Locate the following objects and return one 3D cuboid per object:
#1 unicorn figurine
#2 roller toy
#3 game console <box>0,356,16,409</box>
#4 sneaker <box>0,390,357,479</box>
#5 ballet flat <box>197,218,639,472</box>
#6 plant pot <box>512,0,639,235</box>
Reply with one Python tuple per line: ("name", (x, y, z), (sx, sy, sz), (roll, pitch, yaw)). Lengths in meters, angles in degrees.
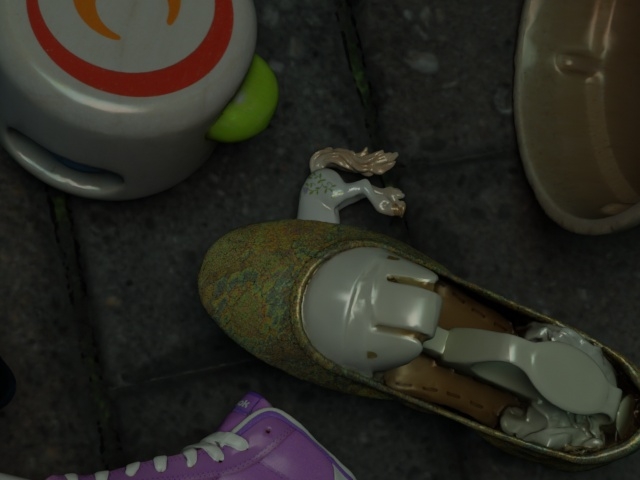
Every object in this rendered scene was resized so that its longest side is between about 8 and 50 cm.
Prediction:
("unicorn figurine", (0.000, 0.000, 1.078), (0.111, 0.060, 0.162), (14, 59, 5))
("roller toy", (-0.151, -0.135, 1.040), (0.191, 0.146, 0.209), (-18, 72, -22))
("game console", (-0.371, 0.018, 0.871), (0.293, 0.173, 0.250), (-20, 107, -34))
("sneaker", (-0.108, 0.172, 0.994), (0.282, 0.102, 0.161), (19, 69, -15))
("ballet flat", (0.086, 0.071, 1.003), (0.348, 0.123, 0.123), (24, 72, -14))
("plant pot", (0.354, -0.146, 1.058), (0.305, 0.334, 0.334), (9, 73, -19))
